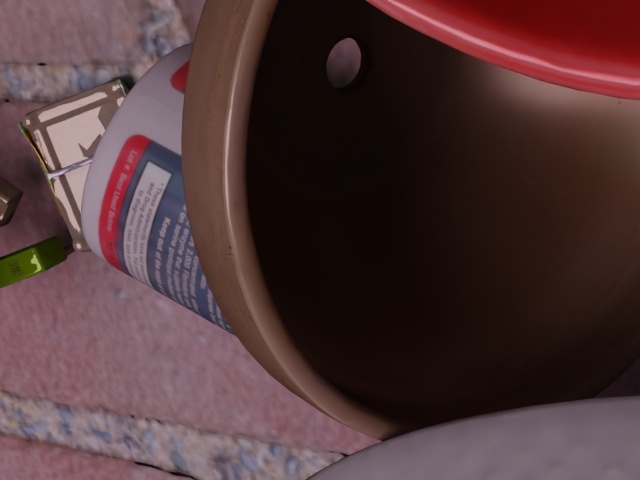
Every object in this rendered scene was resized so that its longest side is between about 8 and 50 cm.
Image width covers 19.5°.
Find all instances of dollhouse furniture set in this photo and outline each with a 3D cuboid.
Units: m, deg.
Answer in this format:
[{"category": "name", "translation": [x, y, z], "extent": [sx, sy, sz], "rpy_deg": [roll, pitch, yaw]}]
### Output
[{"category": "dollhouse furniture set", "translation": [-0.134, -0.027, 0.922], "extent": [0.152, 0.058, 0.076], "rpy_deg": [-19, 98, 22]}]

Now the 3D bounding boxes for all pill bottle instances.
[{"category": "pill bottle", "translation": [0.000, 0.000, 0.783], "extent": [0.180, 0.108, 0.108], "rpy_deg": [29, 131, 19]}]

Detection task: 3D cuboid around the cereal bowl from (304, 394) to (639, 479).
[{"category": "cereal bowl", "translation": [0.133, 0.192, 0.672], "extent": [0.339, 0.141, 0.339], "rpy_deg": [4, 149, 3]}]

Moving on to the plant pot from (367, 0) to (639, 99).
[{"category": "plant pot", "translation": [0.099, -0.207, 0.460], "extent": [0.275, 0.243, 0.275], "rpy_deg": [7, 121, 12]}]

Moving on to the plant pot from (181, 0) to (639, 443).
[{"category": "plant pot", "translation": [0.038, -0.055, 0.660], "extent": [0.110, 0.237, 0.237], "rpy_deg": [26, 134, 51]}]
